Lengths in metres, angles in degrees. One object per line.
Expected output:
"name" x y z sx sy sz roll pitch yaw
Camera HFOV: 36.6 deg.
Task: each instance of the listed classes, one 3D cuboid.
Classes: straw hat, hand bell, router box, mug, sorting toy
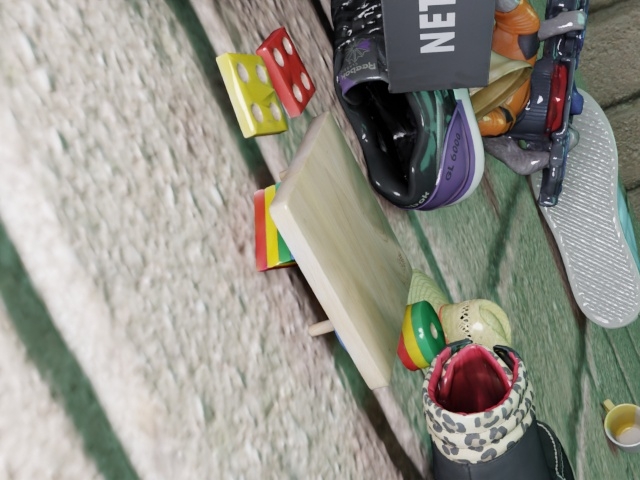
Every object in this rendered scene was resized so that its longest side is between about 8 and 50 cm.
"straw hat" 0.127 0.082 0.810 0.144 0.061 0.145 49 30 -41
"hand bell" 0.082 -0.223 0.926 0.242 0.126 0.126 57 21 10
"router box" 0.073 -0.279 0.641 0.309 0.080 0.243 72 16 -69
"mug" 0.439 0.265 1.377 0.064 0.062 0.078 53 33 -52
"sorting toy" 0.000 0.000 0.603 0.275 0.046 0.132 61 24 -23

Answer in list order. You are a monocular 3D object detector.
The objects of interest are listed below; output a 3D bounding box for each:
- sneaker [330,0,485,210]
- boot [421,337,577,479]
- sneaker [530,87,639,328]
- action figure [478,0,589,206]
"sneaker" 0.057 -0.164 0.804 0.124 0.107 0.284 -10 81 -61
"boot" 0.132 0.144 0.688 0.236 0.085 0.179 -48 132 -61
"sneaker" 0.404 -0.049 1.487 0.150 0.135 0.366 -6 85 -75
"action figure" 0.219 -0.226 1.139 0.330 0.178 0.342 25 74 -66
